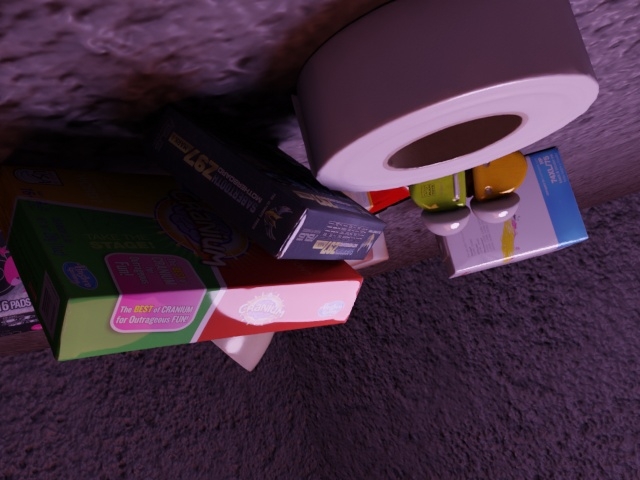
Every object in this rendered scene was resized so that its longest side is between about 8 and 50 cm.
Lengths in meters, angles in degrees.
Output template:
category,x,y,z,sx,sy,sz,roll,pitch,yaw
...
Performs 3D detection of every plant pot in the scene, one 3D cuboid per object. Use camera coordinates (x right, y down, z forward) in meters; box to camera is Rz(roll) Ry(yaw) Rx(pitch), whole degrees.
category,x,y,z,sx,sy,sz,roll,pitch,yaw
plant pot,-0.190,0.116,1.294,0.191,0.284,0.284,-47,176,-10

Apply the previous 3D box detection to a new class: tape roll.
category,x,y,z,sx,sy,sz,roll,pitch,yaw
tape roll,0.121,-0.141,0.610,0.287,0.100,0.286,-15,172,-2

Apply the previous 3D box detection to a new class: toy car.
category,x,y,z,sx,sy,sz,roll,pitch,yaw
toy car,0.216,-0.106,0.930,0.182,0.159,0.136,-14,-152,-5

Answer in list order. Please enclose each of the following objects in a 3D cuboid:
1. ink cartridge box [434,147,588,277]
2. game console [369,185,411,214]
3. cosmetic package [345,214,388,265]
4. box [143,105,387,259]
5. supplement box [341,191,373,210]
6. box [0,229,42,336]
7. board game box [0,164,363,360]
category,x,y,z,sx,sy,sz,roll,pitch,yaw
ink cartridge box,0.384,-0.048,1.289,0.270,0.197,0.198,-16,172,6
game console,0.119,-0.104,1.112,0.124,0.085,0.144,27,148,-28
cosmetic package,0.000,0.000,1.186,0.153,0.129,0.296,-19,170,30
box,-0.046,-0.052,0.644,0.059,0.183,0.233,-58,160,12
supplement box,0.032,-0.072,1.011,0.099,0.062,0.036,-13,172,-9
box,-0.314,0.024,0.791,0.248,0.142,0.163,-10,169,-32
board game box,-0.148,0.008,0.642,0.317,0.242,0.064,-1,122,-41
